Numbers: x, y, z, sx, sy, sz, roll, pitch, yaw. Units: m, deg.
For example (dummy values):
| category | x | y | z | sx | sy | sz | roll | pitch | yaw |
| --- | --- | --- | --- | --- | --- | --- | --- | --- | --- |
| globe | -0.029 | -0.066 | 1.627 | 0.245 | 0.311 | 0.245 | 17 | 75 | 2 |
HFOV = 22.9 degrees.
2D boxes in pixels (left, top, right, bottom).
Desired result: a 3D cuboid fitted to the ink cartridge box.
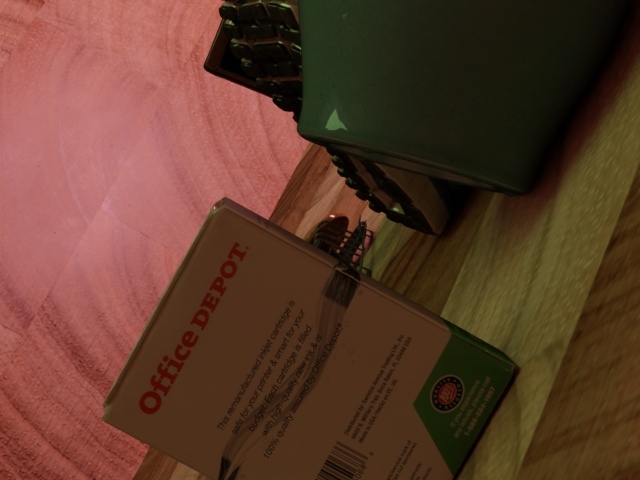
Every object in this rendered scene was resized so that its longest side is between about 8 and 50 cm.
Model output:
| category | x | y | z | sx | sy | sz | roll | pitch | yaw |
| --- | --- | --- | --- | --- | --- | --- | --- | --- | --- |
| ink cartridge box | -0.010 | 0.086 | 0.980 | 0.153 | 0.208 | 0.087 | -60 | 6 | 4 |

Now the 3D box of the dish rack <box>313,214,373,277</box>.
| category | x | y | z | sx | sy | sz | roll | pitch | yaw |
| --- | --- | --- | --- | --- | --- | --- | --- | --- | --- |
| dish rack | -0.018 | 0.072 | 1.770 | 0.208 | 0.074 | 0.271 | -57 | 6 | 17 |

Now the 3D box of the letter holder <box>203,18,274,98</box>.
| category | x | y | z | sx | sy | sz | roll | pitch | yaw |
| --- | --- | --- | --- | --- | --- | --- | --- | --- | --- |
| letter holder | 0.035 | -0.209 | 1.718 | 0.152 | 0.214 | 0.302 | -67 | -10 | 9 |

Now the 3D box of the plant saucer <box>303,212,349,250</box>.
| category | x | y | z | sx | sy | sz | roll | pitch | yaw |
| --- | --- | --- | --- | --- | --- | --- | --- | --- | --- |
| plant saucer | 0.000 | 0.000 | 1.858 | 0.083 | 0.013 | 0.083 | -40 | -23 | -20 |

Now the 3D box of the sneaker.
| category | x | y | z | sx | sy | sz | roll | pitch | yaw |
| --- | --- | --- | --- | --- | --- | --- | --- | --- | --- |
| sneaker | 0.039 | -0.156 | 1.366 | 0.129 | 0.330 | 0.147 | 20 | 67 | 49 |

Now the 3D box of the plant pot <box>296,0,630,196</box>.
| category | x | y | z | sx | sy | sz | roll | pitch | yaw |
| --- | --- | --- | --- | --- | --- | --- | --- | --- | --- |
| plant pot | 0.102 | -0.174 | 1.180 | 0.271 | 0.271 | 0.255 | -159 | 83 | -84 |
